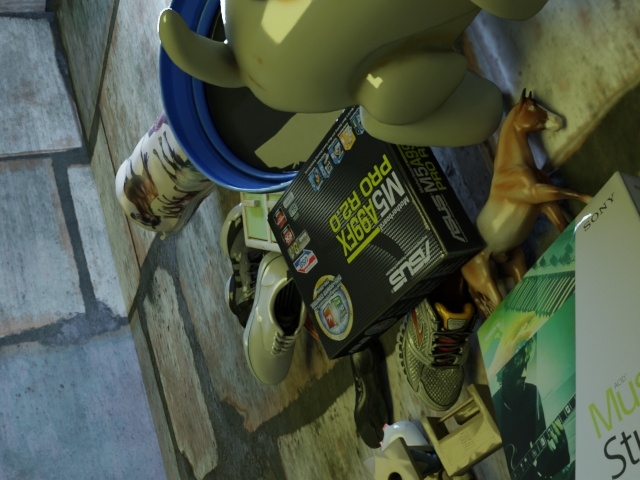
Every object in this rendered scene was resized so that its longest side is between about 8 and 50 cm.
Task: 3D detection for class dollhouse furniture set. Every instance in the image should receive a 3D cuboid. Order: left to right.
[{"bbox_3d":[0.176,0.279,0.971,0.183,0.129,0.129,-42,56,25],"label":"dollhouse furniture set"}]

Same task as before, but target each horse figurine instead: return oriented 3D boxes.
[{"bbox_3d":[0.209,0.000,0.840,0.174,0.066,0.263,48,137,38],"label":"horse figurine"}]

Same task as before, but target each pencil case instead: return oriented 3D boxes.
[{"bbox_3d":[-0.201,-0.166,1.389,0.410,0.159,0.184,-40,70,40],"label":"pencil case"}]

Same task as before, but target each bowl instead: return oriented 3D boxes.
[{"bbox_3d":[-0.060,-0.257,1.106,0.391,0.077,0.391,-1,88,35],"label":"bowl"}]

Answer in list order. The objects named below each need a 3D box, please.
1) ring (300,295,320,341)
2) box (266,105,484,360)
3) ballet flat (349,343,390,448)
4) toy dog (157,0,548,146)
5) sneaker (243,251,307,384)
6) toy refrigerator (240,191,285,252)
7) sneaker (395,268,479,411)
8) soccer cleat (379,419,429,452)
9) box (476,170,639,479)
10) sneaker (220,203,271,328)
[{"bbox_3d":[0.000,0.000,1.304,0.336,0.032,0.337,33,128,57],"label":"ring"},{"bbox_3d":[0.049,-0.012,0.954,0.270,0.060,0.216,-49,58,48],"label":"box"},{"bbox_3d":[0.078,0.229,1.216,0.057,0.049,0.173,-3,98,19],"label":"ballet flat"},{"bbox_3d":[0.054,-0.307,0.711,0.408,0.395,0.285,114,149,-61],"label":"toy dog"},{"bbox_3d":[-0.074,0.146,1.358,0.091,0.094,0.258,-131,40,-55],"label":"sneaker"},{"bbox_3d":[-0.035,-0.036,1.221,0.269,0.094,0.102,10,107,63],"label":"toy refrigerator"},{"bbox_3d":[0.141,0.100,0.962,0.093,0.088,0.225,-133,39,-73],"label":"sneaker"},{"bbox_3d":[0.111,0.349,1.151,0.076,0.068,0.196,37,127,51],"label":"soccer cleat"},{"bbox_3d":[0.230,0.133,0.635,0.322,0.058,0.232,-92,25,-46],"label":"box"},{"bbox_3d":[-0.112,0.067,1.481,0.153,0.101,0.269,52,148,44],"label":"sneaker"}]
